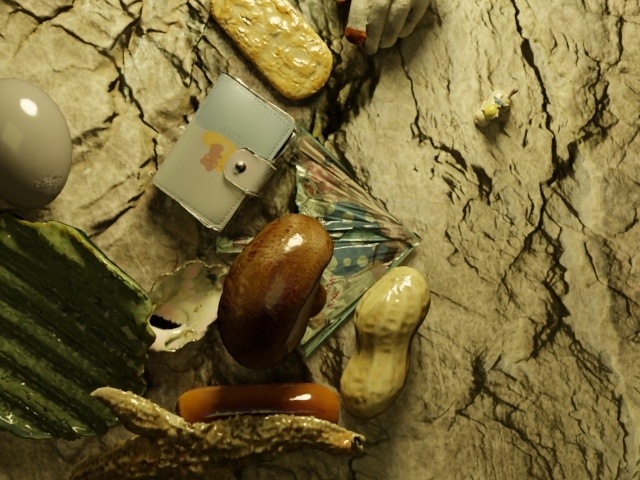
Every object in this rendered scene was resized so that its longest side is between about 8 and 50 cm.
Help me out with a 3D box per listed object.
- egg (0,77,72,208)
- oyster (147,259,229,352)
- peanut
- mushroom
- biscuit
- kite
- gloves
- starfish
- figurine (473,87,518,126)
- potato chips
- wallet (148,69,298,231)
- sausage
[{"bbox_3d":[-0.457,-0.146,0.957,0.146,0.146,0.199,-7,99,-9],"label":"egg"},{"bbox_3d":[-0.236,0.114,1.040,0.133,0.072,0.209,41,82,-22],"label":"oyster"},{"bbox_3d":[0.105,0.174,1.068,0.125,0.111,0.274,19,86,-43],"label":"peanut"},{"bbox_3d":[-0.069,0.080,0.969,0.153,0.253,0.253,21,88,5],"label":"mushroom"},{"bbox_3d":[-0.083,-0.351,1.073,0.118,0.029,0.247,-44,97,-5],"label":"biscuit"},{"bbox_3d":[0.000,0.000,1.103,0.368,0.014,0.406,-1,92,-9],"label":"kite"},{"bbox_3d":[0.122,-0.422,1.058,0.140,0.131,0.219,40,76,-5],"label":"gloves"},{"bbox_3d":[-0.175,0.370,0.985,0.432,0.082,0.324,12,117,-8],"label":"starfish"},{"bbox_3d":[0.315,-0.242,1.130,0.047,0.050,0.083,43,84,-2],"label":"figurine"},{"bbox_3d":[-0.457,0.129,0.975,0.429,0.070,0.358,33,102,0],"label":"potato chips"},{"bbox_3d":[-0.157,-0.144,1.049,0.170,0.069,0.231,36,91,-4],"label":"wallet"},{"bbox_3d":[-0.102,0.290,1.048,0.274,0.105,0.105,0,91,-8],"label":"sausage"}]
